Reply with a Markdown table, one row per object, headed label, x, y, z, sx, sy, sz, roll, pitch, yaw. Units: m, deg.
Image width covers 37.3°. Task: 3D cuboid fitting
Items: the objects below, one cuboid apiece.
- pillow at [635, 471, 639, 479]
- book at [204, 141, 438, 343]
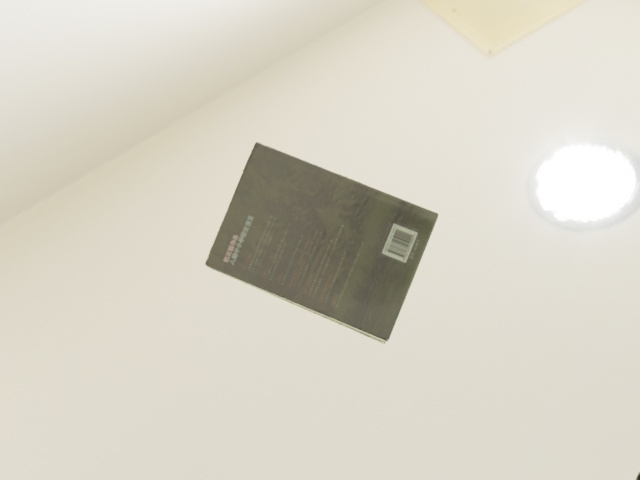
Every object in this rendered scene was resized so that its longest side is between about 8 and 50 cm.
| label | x | y | z | sx | sy | sz | roll | pitch | yaw |
| --- | --- | --- | --- | --- | --- | --- | --- | --- | --- |
| pillow | 0.209 | 0.230 | 0.472 | 0.093 | 0.051 | 0.241 | -36 | -104 | 29 |
| book | 0.000 | 0.000 | 1.076 | 0.228 | 0.024 | 0.160 | 22 | -96 | 7 |
